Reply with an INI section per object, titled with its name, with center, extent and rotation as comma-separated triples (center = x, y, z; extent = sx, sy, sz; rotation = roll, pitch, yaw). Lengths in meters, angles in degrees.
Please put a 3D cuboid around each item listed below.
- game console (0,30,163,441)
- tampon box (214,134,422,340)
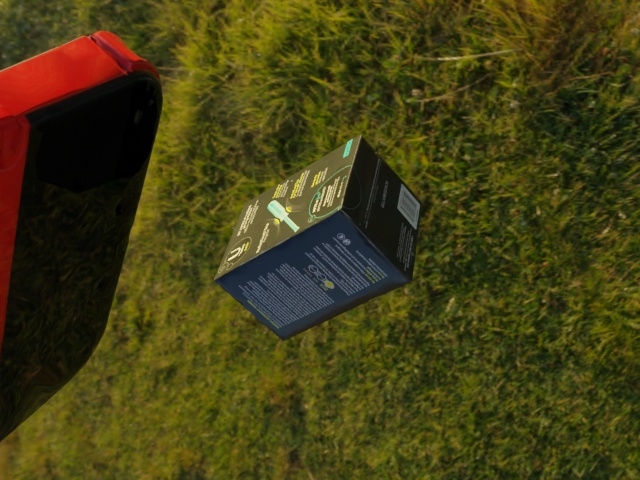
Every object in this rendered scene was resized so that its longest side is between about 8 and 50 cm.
[game console]
center = -0.262, 0.049, 0.560
extent = 0.060, 0.342, 0.386
rotation = 32, 127, 10
[tampon box]
center = 0.000, 0.000, 0.715
extent = 0.161, 0.120, 0.101
rotation = -28, 120, 33
